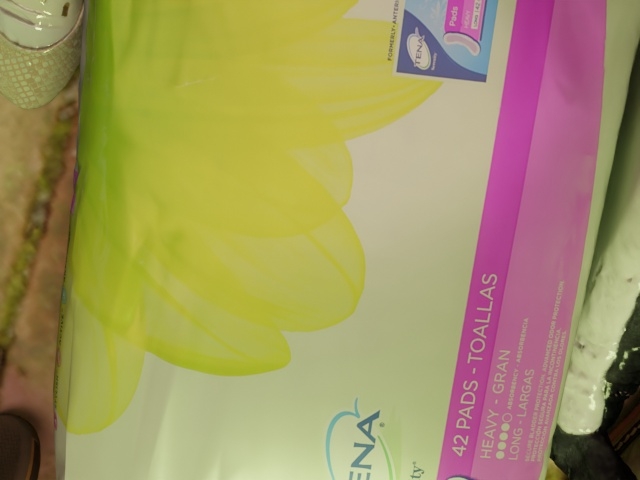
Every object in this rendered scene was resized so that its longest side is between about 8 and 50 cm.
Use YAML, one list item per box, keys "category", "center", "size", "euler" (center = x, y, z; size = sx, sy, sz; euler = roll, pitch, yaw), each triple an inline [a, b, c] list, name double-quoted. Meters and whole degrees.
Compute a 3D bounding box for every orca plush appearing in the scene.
- category: "orca plush"
  center: [0.176, -0.005, 0.367]
  size: [0.102, 0.151, 0.287]
  euler: [7, 105, 2]

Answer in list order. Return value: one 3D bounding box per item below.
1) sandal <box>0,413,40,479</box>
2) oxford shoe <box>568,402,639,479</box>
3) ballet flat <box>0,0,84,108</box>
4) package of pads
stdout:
- category: "sandal"
  center: [-0.206, 0.141, 0.387]
  size: [0.180, 0.072, 0.049]
  euler: [-39, 131, -34]
- category: "oxford shoe"
  center: [0.206, 0.144, 0.419]
  size: [0.123, 0.130, 0.348]
  euler: [16, 103, -6]
- category: "ballet flat"
  center: [-0.119, -0.138, 0.373]
  size: [0.057, 0.052, 0.168]
  euler: [19, 103, -8]
- category: "package of pads"
  center: [0.000, 0.000, 0.389]
  size: [0.229, 0.101, 0.296]
  euler: [5, 103, -5]
